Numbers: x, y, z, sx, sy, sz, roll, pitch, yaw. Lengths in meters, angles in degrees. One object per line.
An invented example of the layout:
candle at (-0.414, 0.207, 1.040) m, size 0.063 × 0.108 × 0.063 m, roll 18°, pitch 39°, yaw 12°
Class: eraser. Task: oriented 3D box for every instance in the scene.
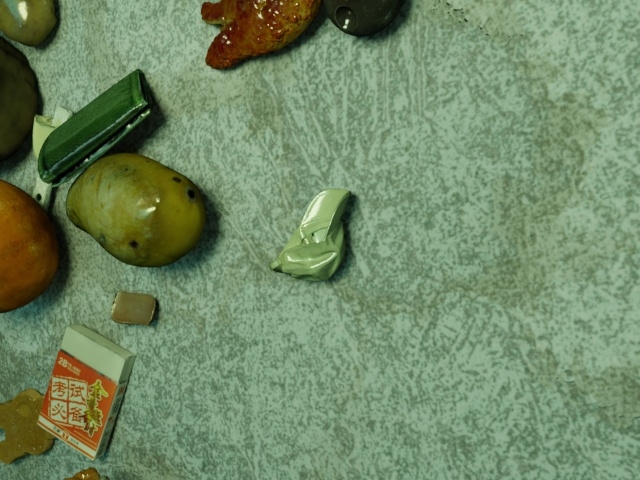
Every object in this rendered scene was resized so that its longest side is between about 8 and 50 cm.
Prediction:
eraser at (-0.474, 0.303, 1.063) m, size 0.157 × 0.038 × 0.230 m, roll 23°, pitch 98°, yaw 18°

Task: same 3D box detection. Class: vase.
vase at (0.042, -0.352, 0.711) m, size 0.120 × 0.183 × 0.120 m, roll 1°, pitch 92°, yaw 26°

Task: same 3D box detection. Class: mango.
mango at (-0.330, -0.060, 0.929) m, size 0.329 × 0.176 × 0.176 m, roll 23°, pitch 67°, yaw 43°

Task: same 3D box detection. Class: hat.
hat at (-0.002, -0.007, 0.823) m, size 0.166 × 0.081 × 0.122 m, roll -64°, pitch 28°, yaw -1°

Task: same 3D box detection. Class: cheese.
cheese at (-0.550, -0.164, 1.083) m, size 0.127 × 0.049 × 0.235 m, roll 25°, pitch 105°, yaw 20°

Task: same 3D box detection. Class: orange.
orange at (-0.653, 0.005, 1.029) m, size 0.283 × 0.226 × 0.284 m, roll 22°, pitch 135°, yaw 24°

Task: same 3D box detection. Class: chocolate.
chocolate at (-0.352, 0.131, 1.013) m, size 0.100 × 0.031 × 0.065 m, roll 0°, pitch 75°, yaw 22°

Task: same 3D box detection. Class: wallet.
wallet at (-0.407, -0.208, 0.959) m, size 0.236 × 0.055 × 0.160 m, roll -33°, pitch 47°, yaw 6°

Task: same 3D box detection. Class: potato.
potato at (-0.598, -0.479, 1.052) m, size 0.137 × 0.137 × 0.176 m, roll -11°, pitch 109°, yaw 26°

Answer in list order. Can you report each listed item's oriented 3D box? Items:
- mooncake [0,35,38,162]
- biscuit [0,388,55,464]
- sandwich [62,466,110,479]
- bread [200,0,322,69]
mooncake at (-0.749, -0.297, 1.050) m, size 0.324 × 0.187 × 0.324 m, roll -1°, pitch 79°, yaw 7°
biscuit at (-0.647, 0.405, 1.166) m, size 0.236 × 0.040 × 0.144 m, roll -23°, pitch 90°, yaw 18°
sandwich at (-0.389, 0.519, 0.981) m, size 0.250 × 0.162 × 0.301 m, roll 49°, pitch 142°, yaw 29°
bread at (-0.102, -0.364, 0.831) m, size 0.268 × 0.095 × 0.139 m, roll -12°, pitch 80°, yaw 31°
